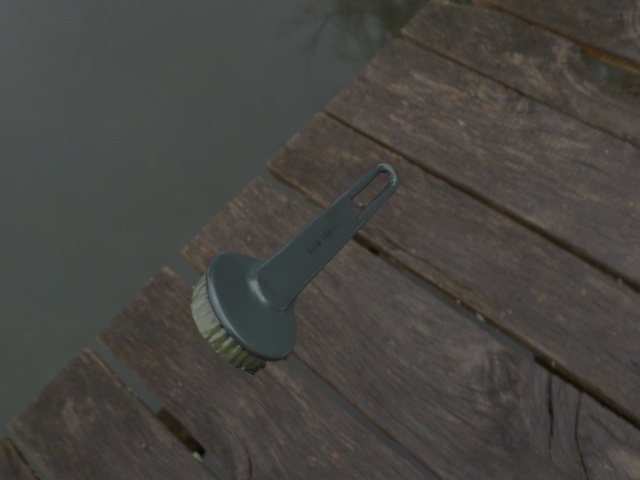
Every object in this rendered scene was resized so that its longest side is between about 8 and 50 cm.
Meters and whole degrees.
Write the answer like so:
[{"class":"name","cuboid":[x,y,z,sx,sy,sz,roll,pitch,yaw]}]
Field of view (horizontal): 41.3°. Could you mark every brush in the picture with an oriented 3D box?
[{"class":"brush","cuboid":[0.000,0.000,0.516,0.027,0.062,0.266,-34,4,30]}]
